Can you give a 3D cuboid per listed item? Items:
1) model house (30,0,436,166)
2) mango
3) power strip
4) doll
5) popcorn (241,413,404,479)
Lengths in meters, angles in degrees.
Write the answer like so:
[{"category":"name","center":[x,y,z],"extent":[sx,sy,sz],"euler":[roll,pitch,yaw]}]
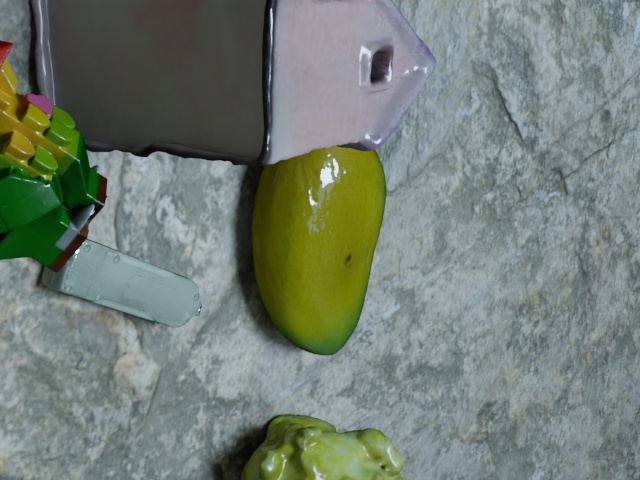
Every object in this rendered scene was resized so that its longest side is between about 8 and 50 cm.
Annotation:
[{"category":"model house","center":[-0.051,-0.173,0.998],"extent":[0.237,0.237,0.202],"euler":[-15,108,-51]},{"category":"mango","center":[-0.005,-0.001,1.220],"extent":[0.137,0.091,0.237],"euler":[-4,106,-43]},{"category":"power strip","center":[-0.167,0.034,1.088],"extent":[0.191,0.030,0.047],"euler":[25,85,-51]},{"category":"doll","center":[-0.235,-0.056,0.922],"extent":[0.106,0.134,0.186],"euler":[-95,164,-56]},{"category":"popcorn","center":[-0.002,0.238,1.258],"extent":[0.173,0.173,0.142],"euler":[51,54,-45]}]
